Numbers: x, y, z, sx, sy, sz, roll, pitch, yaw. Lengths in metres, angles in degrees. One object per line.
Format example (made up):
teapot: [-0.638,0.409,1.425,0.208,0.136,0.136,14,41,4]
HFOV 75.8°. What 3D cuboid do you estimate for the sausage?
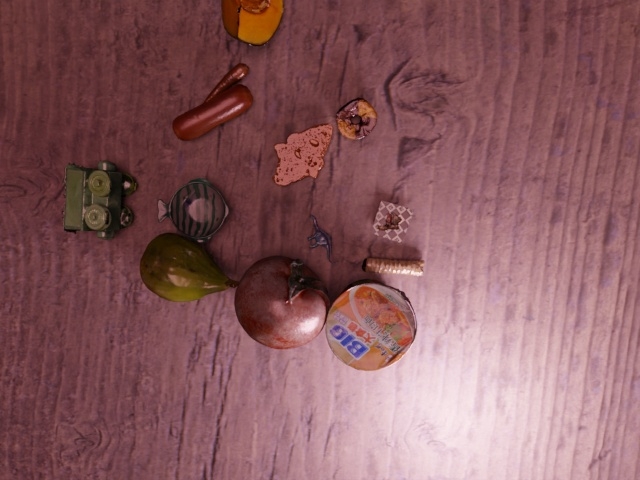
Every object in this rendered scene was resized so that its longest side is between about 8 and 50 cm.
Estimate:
sausage: [-0.369,-0.434,1.403,0.300,0.083,0.089,-28,90,4]

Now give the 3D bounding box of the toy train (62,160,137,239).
toy train: [-0.766,-0.141,1.419,0.188,0.159,0.271,7,96,11]

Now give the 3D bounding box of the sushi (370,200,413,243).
sushi: [0.251,-0.067,1.450,0.120,0.026,0.126,19,92,3]

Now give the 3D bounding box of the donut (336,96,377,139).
donut: [0.121,-0.410,1.400,0.141,0.059,0.140,0,96,2]

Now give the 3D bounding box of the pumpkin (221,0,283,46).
pumpkin: [-0.228,-0.797,1.357,0.169,0.148,0.312,-7,107,-35]

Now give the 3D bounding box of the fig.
fig: [-0.455,0.102,1.363,0.314,0.233,0.233,19,99,41]

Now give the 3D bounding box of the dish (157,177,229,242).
dish: [-0.435,-0.105,1.441,0.246,0.078,0.224,0,93,1]

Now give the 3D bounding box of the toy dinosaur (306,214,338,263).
toy dinosaur: [0.000,0.000,1.456,0.080,0.045,0.197,-28,85,2]

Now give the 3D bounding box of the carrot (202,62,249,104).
carrot: [-0.334,-0.531,1.415,0.216,0.048,0.048,-37,94,10]

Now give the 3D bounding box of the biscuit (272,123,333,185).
biscuit: [-0.062,-0.301,1.428,0.183,0.043,0.280,43,91,-6]

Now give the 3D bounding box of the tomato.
tomato: [-0.124,0.200,1.353,0.317,0.316,0.282,36,113,-2]

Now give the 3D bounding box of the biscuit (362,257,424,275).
biscuit: [0.257,0.090,1.452,0.219,0.055,0.061,5,86,2]

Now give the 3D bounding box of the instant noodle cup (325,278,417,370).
instant noodle cup: [0.161,0.262,1.394,0.297,0.214,0.296,0,96,2]
